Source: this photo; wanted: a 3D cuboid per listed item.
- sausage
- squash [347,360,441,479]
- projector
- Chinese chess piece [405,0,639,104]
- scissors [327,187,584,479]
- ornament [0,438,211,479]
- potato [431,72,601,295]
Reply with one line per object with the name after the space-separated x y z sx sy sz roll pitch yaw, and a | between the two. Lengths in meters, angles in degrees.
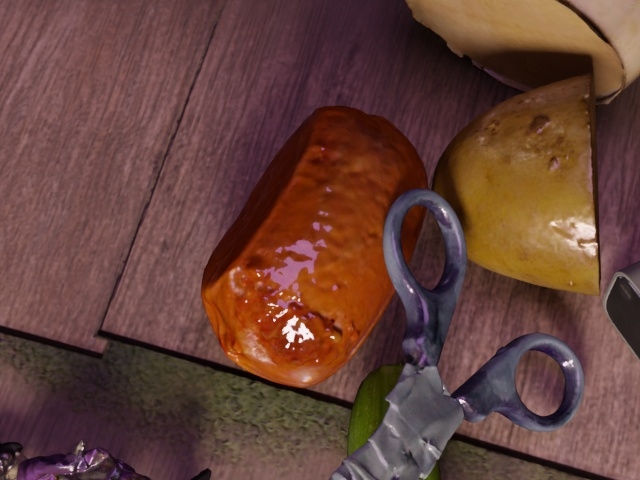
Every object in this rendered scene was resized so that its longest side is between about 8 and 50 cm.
0.001 0.001 1.435 0.141 0.153 0.268 37 61 -17 | sausage
0.064 0.242 1.349 0.082 0.082 0.292 0 60 -5 | squash
0.315 0.056 1.470 0.082 0.083 0.083 -26 67 -17 | projector
0.198 -0.233 1.523 0.257 0.257 0.104 28 76 11 | Chinese chess piece
0.080 0.155 1.327 0.256 0.029 0.383 47 49 -16 | scissors
-0.193 0.201 1.360 0.203 0.081 0.088 19 103 23 | ornament
0.179 -0.044 1.479 0.158 0.178 0.203 -6 82 11 | potato
